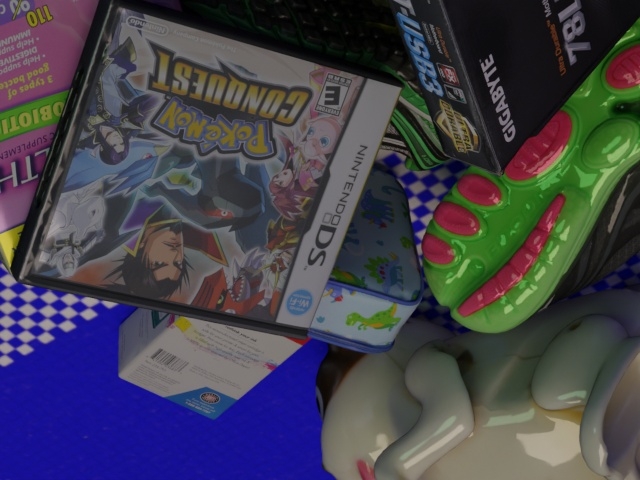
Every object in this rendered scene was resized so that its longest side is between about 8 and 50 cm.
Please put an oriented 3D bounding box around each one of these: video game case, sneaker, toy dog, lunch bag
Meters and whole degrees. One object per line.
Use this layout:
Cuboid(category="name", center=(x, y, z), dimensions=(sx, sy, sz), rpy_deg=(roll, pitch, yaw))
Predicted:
Cuboid(category="video game case", center=(-0.091, -0.054, 1.379), dimensions=(0.275, 0.035, 0.248), rpy_deg=(13, 107, -28))
Cuboid(category="sneaker", center=(0.295, -0.105, 1.563), dimensions=(0.483, 0.185, 0.202), rpy_deg=(-42, 164, 21))
Cuboid(category="sneaker", center=(0.007, -0.150, 1.492), dimensions=(0.343, 0.134, 0.146), rpy_deg=(23, 126, -25))
Cuboid(category="toy dog", center=(0.176, 0.168, 1.716), dimensions=(0.408, 0.395, 0.284), rpy_deg=(-2, 139, 32))
Cuboid(category="lunch bag", center=(0.000, 0.000, 1.587), dimensions=(0.176, 0.219, 0.090), rpy_deg=(17, 126, -19))

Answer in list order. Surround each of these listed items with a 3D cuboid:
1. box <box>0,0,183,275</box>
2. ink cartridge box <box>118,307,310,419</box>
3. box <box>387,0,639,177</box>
Cuboid(category="box", center=(-0.217, -0.130, 1.394), dimensions=(0.213, 0.117, 0.243), rpy_deg=(-24, 116, -15))
Cuboid(category="ink cartridge box", center=(-0.098, 0.083, 1.763), dimensions=(0.134, 0.078, 0.231), rpy_deg=(29, 127, -29))
Cuboid(category="box", center=(0.171, -0.253, 1.318), dimensions=(0.073, 0.293, 0.295), rpy_deg=(22, 150, 38))
